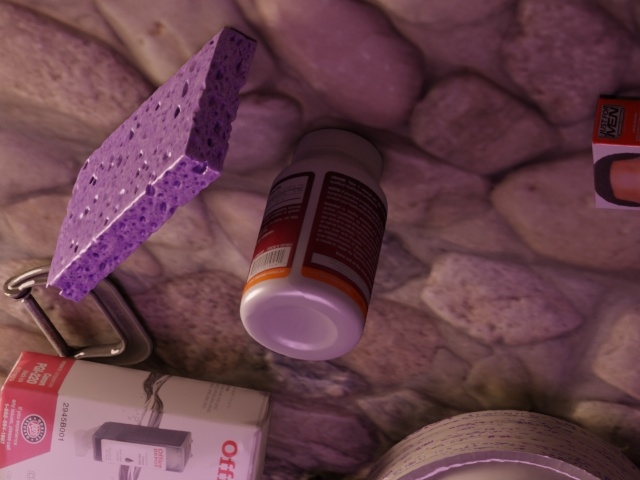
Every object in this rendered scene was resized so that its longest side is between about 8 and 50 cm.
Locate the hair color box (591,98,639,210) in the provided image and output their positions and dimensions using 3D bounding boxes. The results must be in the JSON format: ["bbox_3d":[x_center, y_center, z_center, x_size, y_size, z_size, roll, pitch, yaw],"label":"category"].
[{"bbox_3d":[0.252,-0.053,1.304,0.141,0.043,0.072,4,143,14],"label":"hair color box"}]

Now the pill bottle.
[{"bbox_3d":[0.000,0.000,1.365,0.086,0.152,0.086,9,143,7],"label":"pill bottle"}]

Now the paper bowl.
[{"bbox_3d":[0.149,0.291,1.601,0.284,0.148,0.284,2,108,7],"label":"paper bowl"}]

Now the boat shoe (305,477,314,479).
[{"bbox_3d":[0.109,0.305,1.766,0.306,0.105,0.113,24,173,2],"label":"boat shoe"}]

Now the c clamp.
[{"bbox_3d":[-0.211,0.071,1.634,0.137,0.022,0.160,1,142,18],"label":"c clamp"}]

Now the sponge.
[{"bbox_3d":[-0.120,-0.050,1.368,0.031,0.117,0.210,28,141,-21],"label":"sponge"}]

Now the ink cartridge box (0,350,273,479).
[{"bbox_3d":[-0.158,0.194,1.635,0.218,0.092,0.158,9,105,0],"label":"ink cartridge box"}]
